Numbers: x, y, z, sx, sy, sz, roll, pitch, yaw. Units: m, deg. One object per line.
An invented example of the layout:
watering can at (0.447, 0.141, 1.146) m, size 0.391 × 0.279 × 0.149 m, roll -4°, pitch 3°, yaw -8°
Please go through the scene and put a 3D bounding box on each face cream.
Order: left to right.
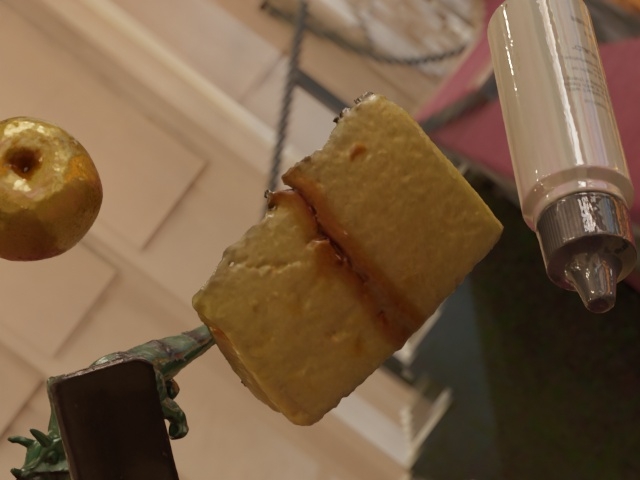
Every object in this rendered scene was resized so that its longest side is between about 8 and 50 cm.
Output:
face cream at (0.197, -0.069, 1.443) m, size 0.092 × 0.092 × 0.311 m, roll -50°, pitch 33°, yaw 38°

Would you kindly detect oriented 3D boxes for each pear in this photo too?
pear at (-0.335, -0.055, 2.084) m, size 0.178 × 0.178 × 0.178 m, roll -53°, pitch 4°, yaw 5°

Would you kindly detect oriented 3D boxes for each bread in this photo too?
bread at (0.000, 0.000, 1.421) m, size 0.240 × 0.178 × 0.135 m, roll -46°, pitch 28°, yaw -13°

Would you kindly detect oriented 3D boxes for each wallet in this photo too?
wallet at (-0.141, 0.162, 1.289) m, size 0.082 × 0.156 × 0.018 m, roll -19°, pitch 12°, yaw -31°

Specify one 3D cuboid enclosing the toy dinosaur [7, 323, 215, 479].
toy dinosaur at (-0.161, 0.150, 1.617) m, size 0.292 × 0.120 × 0.079 m, roll -24°, pitch 5°, yaw -42°
